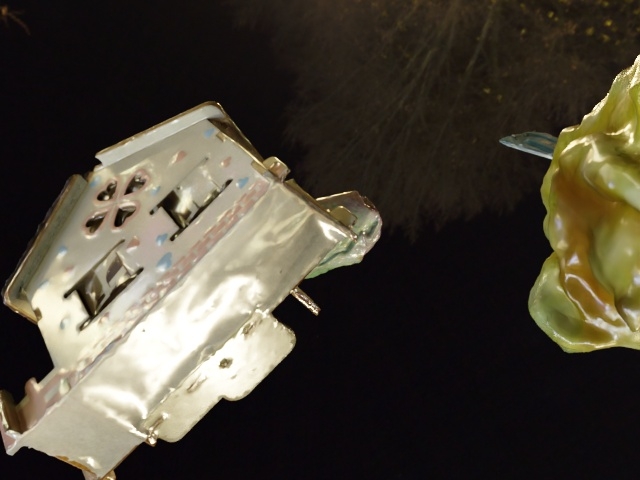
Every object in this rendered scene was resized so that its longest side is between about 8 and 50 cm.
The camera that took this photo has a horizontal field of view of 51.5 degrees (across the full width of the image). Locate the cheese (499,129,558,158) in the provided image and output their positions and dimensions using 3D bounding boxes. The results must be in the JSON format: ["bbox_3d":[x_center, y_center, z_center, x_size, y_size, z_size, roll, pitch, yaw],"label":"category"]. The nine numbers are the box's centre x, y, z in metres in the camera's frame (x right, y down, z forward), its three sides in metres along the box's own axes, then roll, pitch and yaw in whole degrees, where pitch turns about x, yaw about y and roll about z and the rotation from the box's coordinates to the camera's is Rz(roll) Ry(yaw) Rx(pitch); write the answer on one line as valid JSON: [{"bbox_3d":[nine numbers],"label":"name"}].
[{"bbox_3d":[0.356,-0.092,0.843,0.244,0.052,0.135,31,-149,35],"label":"cheese"}]

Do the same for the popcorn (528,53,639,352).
[{"bbox_3d":[0.332,-0.035,0.535,0.279,0.335,0.274,16,-109,11],"label":"popcorn"}]

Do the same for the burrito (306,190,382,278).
[{"bbox_3d":[0.000,0.000,1.031,0.228,0.144,0.089,-17,-143,-33],"label":"burrito"}]

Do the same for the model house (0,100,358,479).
[{"bbox_3d":[-0.154,0.029,0.633,0.326,0.169,0.244,-46,-133,-3],"label":"model house"}]
